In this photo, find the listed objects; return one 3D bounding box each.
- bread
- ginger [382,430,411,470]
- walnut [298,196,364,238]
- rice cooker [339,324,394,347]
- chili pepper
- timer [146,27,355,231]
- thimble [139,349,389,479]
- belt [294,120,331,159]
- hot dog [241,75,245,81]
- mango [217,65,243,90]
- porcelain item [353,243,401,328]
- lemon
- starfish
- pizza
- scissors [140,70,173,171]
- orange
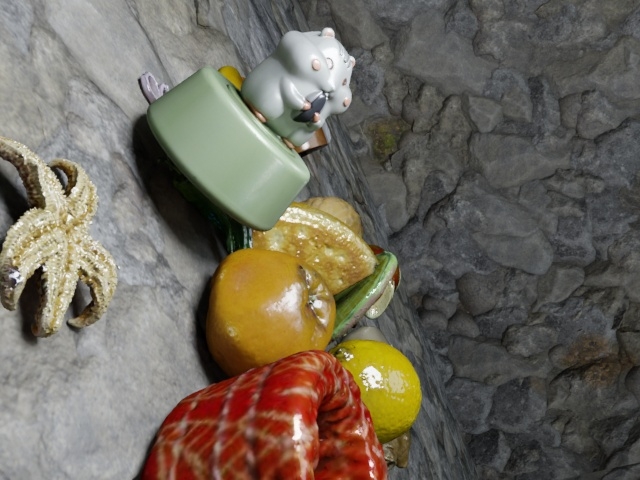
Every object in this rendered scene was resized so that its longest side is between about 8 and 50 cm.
[{"bbox_3d":[0.063,0.142,1.270,0.045,0.301,0.301,44,19,-5],"label":"bread"},{"bbox_3d":[0.142,0.474,1.451,0.270,0.123,0.219,40,29,-44],"label":"ginger"},{"bbox_3d":[0.000,0.000,1.334,0.261,0.225,0.225,-4,75,-81],"label":"walnut"},{"bbox_3d":[0.129,0.312,1.561,0.127,0.145,0.206,65,9,23],"label":"rice cooker"},{"bbox_3d":[-0.198,-0.052,1.005,0.279,0.065,0.122,60,29,-28],"label":"chili pepper"},{"bbox_3d":[-0.078,-0.218,0.949,0.291,0.315,0.291,47,10,-11],"label":"timer"},{"bbox_3d":[-0.049,0.328,0.734,0.350,0.230,0.350,-22,90,-76],"label":"thimble"},{"bbox_3d":[-0.066,-0.268,1.496,0.261,0.184,0.105,-83,152,-85],"label":"belt"},{"bbox_3d":[-0.185,-0.333,1.430,0.108,0.059,0.191,43,34,-53],"label":"hot dog"},{"bbox_3d":[-0.210,-0.351,1.328,0.103,0.076,0.161,45,26,-49],"label":"mango"},{"bbox_3d":[0.105,0.131,1.575,0.253,0.253,0.253,-20,90,-75],"label":"porcelain item"},{"bbox_3d":[0.106,0.336,1.245,0.253,0.228,0.228,23,37,-22],"label":"lemon"},{"bbox_3d":[-0.295,-0.016,0.619,0.238,0.071,0.216,-102,170,-51],"label":"starfish"},{"bbox_3d":[-0.035,0.007,1.155,0.258,0.268,0.087,67,-11,-20],"label":"pizza"},{"bbox_3d":[-0.280,-0.210,1.009,0.100,0.015,0.189,33,41,-69],"label":"scissors"},{"bbox_3d":[-0.082,0.121,0.928,0.249,0.183,0.249,42,27,-27],"label":"orange"}]
